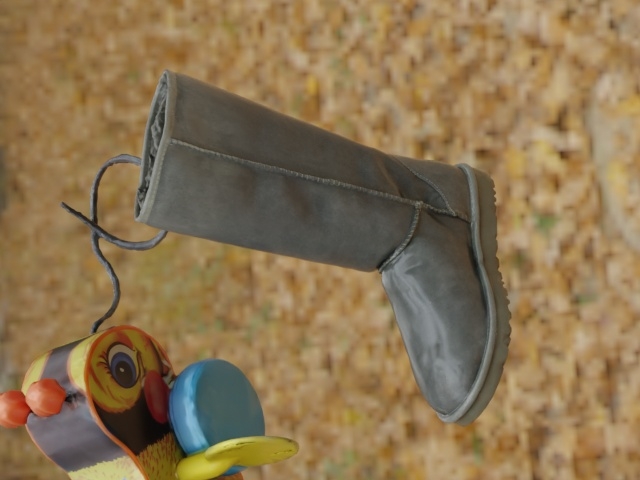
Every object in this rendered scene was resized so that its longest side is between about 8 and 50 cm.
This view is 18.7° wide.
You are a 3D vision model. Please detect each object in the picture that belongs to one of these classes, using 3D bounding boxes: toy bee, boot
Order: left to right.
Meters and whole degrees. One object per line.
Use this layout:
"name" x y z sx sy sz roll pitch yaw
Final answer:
"toy bee" -0.123 0.118 1.140 0.195 0.162 0.298 -45 75 29
"boot" -0.001 0.002 1.091 0.076 0.208 0.189 -50 33 40
